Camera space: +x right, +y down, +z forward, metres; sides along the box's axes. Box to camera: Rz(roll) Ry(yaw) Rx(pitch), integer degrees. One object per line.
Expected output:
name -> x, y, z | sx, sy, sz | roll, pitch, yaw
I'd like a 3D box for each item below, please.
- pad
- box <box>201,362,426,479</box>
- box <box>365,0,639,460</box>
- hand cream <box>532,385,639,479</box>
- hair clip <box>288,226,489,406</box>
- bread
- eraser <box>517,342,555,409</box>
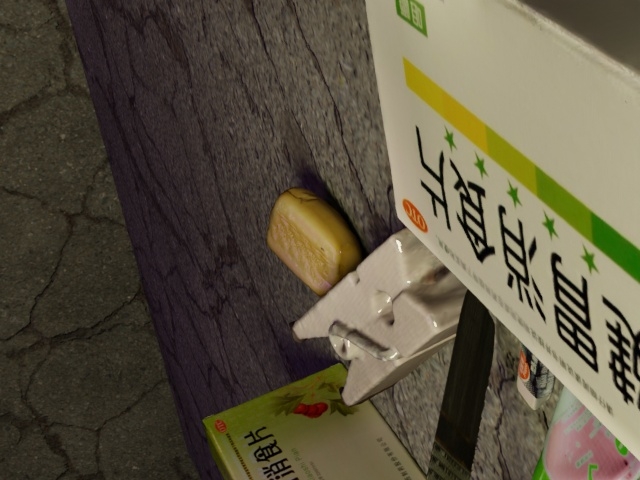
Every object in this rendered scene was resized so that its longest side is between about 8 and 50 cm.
pad -> 0.095, 0.143, 0.804 | 0.323, 0.055, 0.250 | 107, 177, -76
box -> -0.001, 0.250, 1.369 | 0.260, 0.175, 0.062 | -128, 21, -52
box -> 0.148, -0.031, 0.491 | 0.333, 0.145, 0.173 | 50, 158, 53
hand cream -> 0.177, 0.086, 0.766 | 0.079, 0.050, 0.275 | 36, 147, 19
hair clip -> 0.055, 0.066, 1.086 | 0.101, 0.085, 0.331 | 65, 164, 9
bread -> 0.000, 0.000, 1.259 | 0.115, 0.056, 0.082 | 40, 132, 33
eraser -> 0.149, 0.080, 0.890 | 0.099, 0.019, 0.027 | 85, 159, -50
